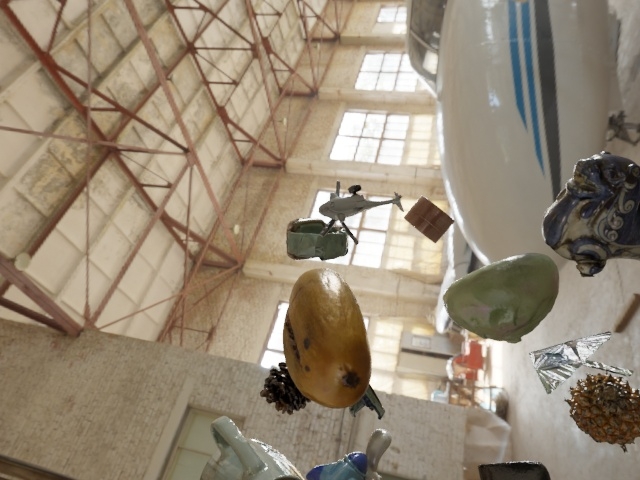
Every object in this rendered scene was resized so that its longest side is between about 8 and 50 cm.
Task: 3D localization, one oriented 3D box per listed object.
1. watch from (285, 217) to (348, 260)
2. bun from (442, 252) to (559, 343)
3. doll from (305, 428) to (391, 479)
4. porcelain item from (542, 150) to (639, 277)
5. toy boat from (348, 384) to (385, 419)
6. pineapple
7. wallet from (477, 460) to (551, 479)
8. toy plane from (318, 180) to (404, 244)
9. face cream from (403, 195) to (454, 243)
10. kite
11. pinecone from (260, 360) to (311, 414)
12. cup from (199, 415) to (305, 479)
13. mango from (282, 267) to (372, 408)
[{"bbox_3d":[0.000,0.000,1.612,0.253,0.241,0.161,-10,-80,-44],"label":"watch"},{"bbox_3d":[0.440,0.150,1.049,0.283,0.283,0.179,61,-172,-68],"label":"bun"},{"bbox_3d":[0.098,0.831,1.444,0.366,0.187,0.376,17,-117,-45],"label":"doll"},{"bbox_3d":[0.505,-0.046,0.716,0.138,0.288,0.186,-100,13,-59],"label":"porcelain item"},{"bbox_3d":[0.127,0.548,1.618,0.262,0.115,0.114,59,173,14],"label":"toy boat"},{"bbox_3d":[0.681,0.383,1.046,0.176,0.161,0.137,56,177,47],"label":"pineapple"},{"bbox_3d":[0.482,0.686,1.030,0.318,0.173,0.045,-84,-25,-45],"label":"wallet"},{"bbox_3d":[0.119,-0.085,1.180,0.107,0.273,0.181,133,140,-60],"label":"toy plane"},{"bbox_3d":[0.381,-0.074,1.558,0.104,0.149,0.149,-52,-10,10],"label":"face cream"},{"bbox_3d":[0.734,0.342,1.270,0.314,0.335,0.011,-10,107,64],"label":"kite"},{"bbox_3d":[-0.114,0.536,1.602,0.179,0.184,0.204,-49,4,28],"label":"pinecone"},{"bbox_3d":[-0.136,0.468,0.861,0.186,0.234,0.258,-25,-92,-32],"label":"cup"},{"bbox_3d":[-0.002,0.144,0.728,0.295,0.120,0.177,-122,39,-60],"label":"mango"}]
